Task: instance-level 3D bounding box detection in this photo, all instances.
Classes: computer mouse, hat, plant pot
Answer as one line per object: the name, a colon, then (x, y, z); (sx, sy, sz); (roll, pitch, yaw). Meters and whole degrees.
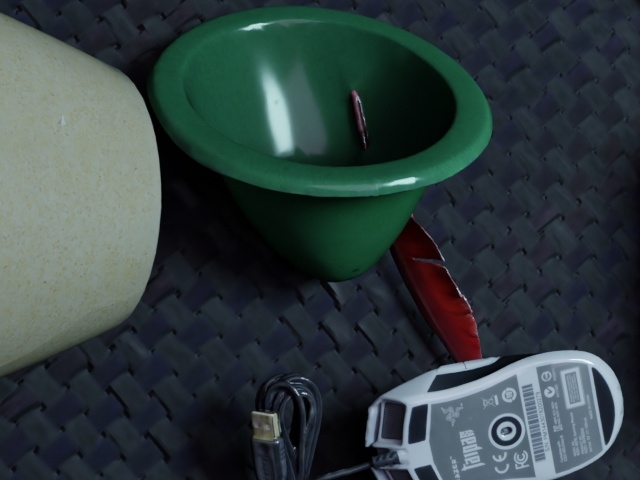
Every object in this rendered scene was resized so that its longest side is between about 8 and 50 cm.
computer mouse: (0.060, 0.102, 0.673); (0.193, 0.042, 0.106); (-12, 102, -6)
hat: (0.000, 0.000, 0.712); (0.173, 0.183, 0.208); (-16, 42, -26)
plant pot: (-0.218, -0.021, 0.554); (0.274, 0.256, 0.256); (-1, 79, -34)
